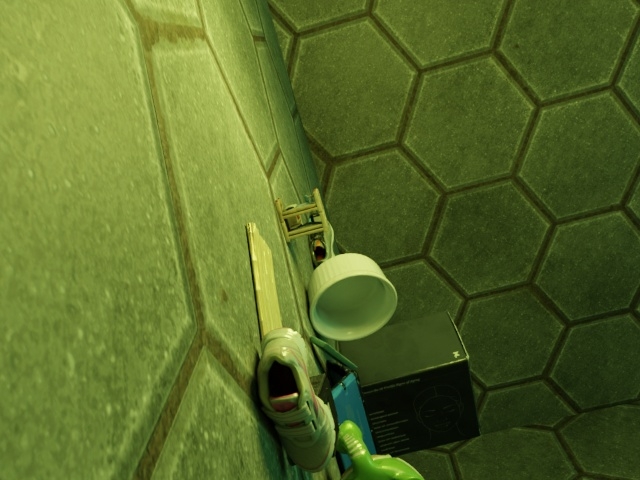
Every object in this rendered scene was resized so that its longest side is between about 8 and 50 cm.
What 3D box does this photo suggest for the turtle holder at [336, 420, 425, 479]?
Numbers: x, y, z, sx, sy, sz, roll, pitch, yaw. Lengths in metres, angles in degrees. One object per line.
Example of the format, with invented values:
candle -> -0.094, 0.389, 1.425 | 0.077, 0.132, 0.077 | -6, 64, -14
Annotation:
turtle holder -> 0.121, 0.612, 1.245 | 0.320, 0.243, 0.227 | 36, -8, -5

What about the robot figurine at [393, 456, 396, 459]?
robot figurine -> 0.235, 0.870, 1.862 | 0.211, 0.085, 0.291 | 32, 13, -17

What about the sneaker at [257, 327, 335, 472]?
sneaker -> -0.051, 0.281, 0.900 | 0.111, 0.103, 0.252 | -26, 95, -80

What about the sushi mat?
sushi mat -> -0.106, 0.130, 1.097 | 0.151, 0.019, 0.316 | 67, 10, -62

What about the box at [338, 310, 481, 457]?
box -> 0.367, 0.605, 2.196 | 0.297, 0.480, 0.471 | -99, 173, -56

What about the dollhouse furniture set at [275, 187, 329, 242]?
dollhouse furniture set -> -0.051, -0.088, 1.631 | 0.183, 0.130, 0.128 | -72, 147, -78

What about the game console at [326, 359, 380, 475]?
game console -> 0.054, 0.540, 1.590 | 0.250, 0.173, 0.292 | -26, 103, -53

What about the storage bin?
storage bin -> -0.020, 0.348, 1.050 | 0.180, 0.085, 0.122 | -5, 80, -84

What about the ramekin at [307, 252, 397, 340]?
ramekin -> 0.089, 0.173, 1.680 | 0.135, 0.277, 0.277 | -111, -178, -52

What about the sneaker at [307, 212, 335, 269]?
sneaker -> 0.000, 0.000, 2.096 | 0.108, 0.100, 0.271 | 56, 19, -57

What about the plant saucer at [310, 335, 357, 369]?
plant saucer -> 0.039, 0.337, 1.579 | 0.192, 0.067, 0.018 | 45, 70, -43
